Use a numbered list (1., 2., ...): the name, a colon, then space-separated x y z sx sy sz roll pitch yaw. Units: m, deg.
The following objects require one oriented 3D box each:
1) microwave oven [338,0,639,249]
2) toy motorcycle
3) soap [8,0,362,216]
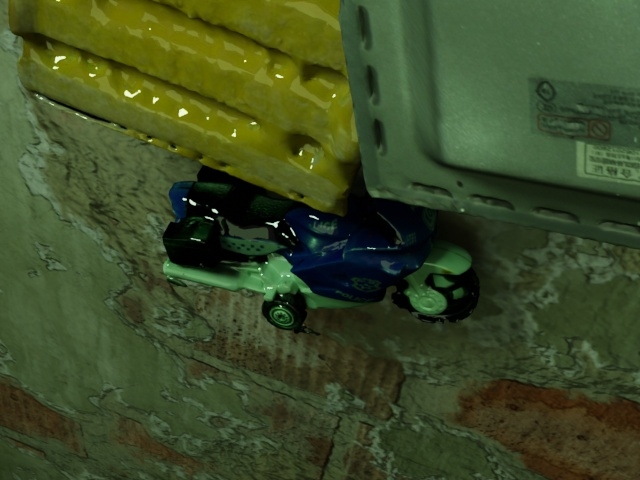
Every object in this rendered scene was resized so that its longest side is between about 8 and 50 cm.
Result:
1. microwave oven: 0.259 -0.158 0.482 0.432 0.374 0.236 12 140 24
2. toy motorcycle: 0.000 0.000 0.993 0.331 0.125 0.196 9 136 15
3. soap: -0.080 -0.198 0.783 0.335 0.156 0.293 20 143 7
